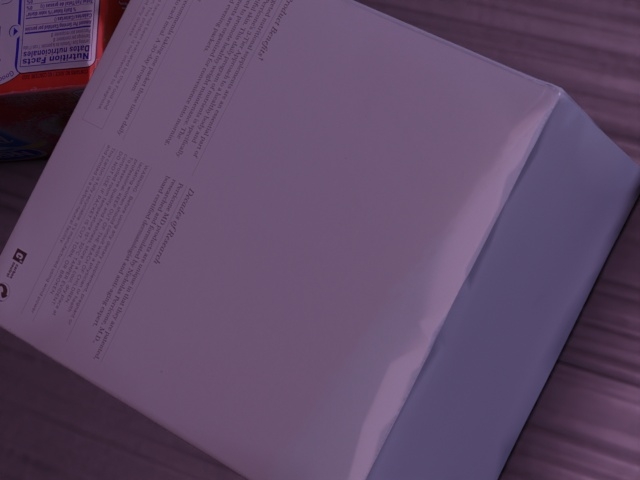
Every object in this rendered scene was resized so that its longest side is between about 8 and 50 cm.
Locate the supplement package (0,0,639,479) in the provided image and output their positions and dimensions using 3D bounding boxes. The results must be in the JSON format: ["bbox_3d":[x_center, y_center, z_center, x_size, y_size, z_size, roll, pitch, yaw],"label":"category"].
[{"bbox_3d":[0.000,0.000,0.712,0.203,0.149,0.194,28,92,27],"label":"supplement package"}]

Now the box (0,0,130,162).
[{"bbox_3d":[-0.184,-0.113,0.838,0.256,0.122,0.128,-3,77,25],"label":"box"}]
